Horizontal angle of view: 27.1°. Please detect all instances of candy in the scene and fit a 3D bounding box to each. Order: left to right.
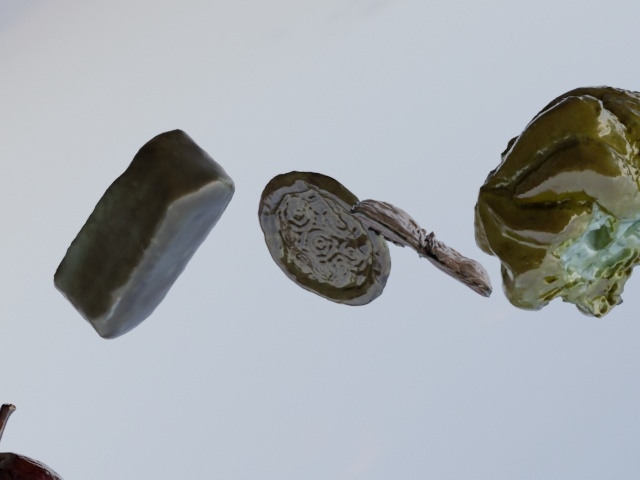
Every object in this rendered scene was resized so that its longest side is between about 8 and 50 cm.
[{"bbox_3d":[-0.192,-0.005,1.431,0.102,0.104,0.234,-14,144,-55],"label":"candy"}]

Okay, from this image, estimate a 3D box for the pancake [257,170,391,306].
[{"bbox_3d":[0.000,-0.001,2.078,0.250,0.250,0.031,-14,-156,45],"label":"pancake"}]

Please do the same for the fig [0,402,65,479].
[{"bbox_3d":[-0.264,0.235,1.144,0.150,0.128,0.128,-60,-174,30],"label":"fig"}]

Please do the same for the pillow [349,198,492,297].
[{"bbox_3d":[0.147,0.007,1.902,0.043,0.232,0.126,-58,178,12],"label":"pillow"}]

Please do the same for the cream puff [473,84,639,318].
[{"bbox_3d":[0.332,-0.083,1.694,0.323,0.270,0.274,-45,-147,21],"label":"cream puff"}]
